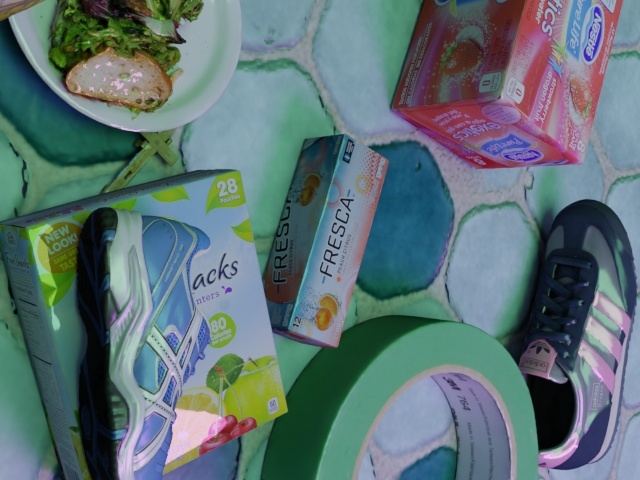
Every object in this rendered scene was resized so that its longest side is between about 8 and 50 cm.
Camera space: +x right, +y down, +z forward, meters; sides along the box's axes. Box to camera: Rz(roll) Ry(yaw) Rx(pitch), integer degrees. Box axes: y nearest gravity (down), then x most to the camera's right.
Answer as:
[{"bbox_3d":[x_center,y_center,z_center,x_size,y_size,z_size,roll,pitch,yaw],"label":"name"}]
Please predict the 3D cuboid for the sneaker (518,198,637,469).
[{"bbox_3d":[0.285,0.108,0.948,0.131,0.112,0.319,3,88,-43],"label":"sneaker"}]

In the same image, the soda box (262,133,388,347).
[{"bbox_3d":[0.000,0.000,0.739,0.063,0.058,0.183,26,74,-38],"label":"soda box"}]

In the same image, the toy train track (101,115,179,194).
[{"bbox_3d":[-0.143,-0.065,0.647,0.083,0.014,0.048,-53,129,-19],"label":"toy train track"}]

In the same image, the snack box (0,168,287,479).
[{"bbox_3d":[-0.127,0.064,0.623,0.174,0.070,0.207,-21,105,-37],"label":"snack box"}]

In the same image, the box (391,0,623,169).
[{"bbox_3d":[0.209,-0.239,0.854,0.154,0.142,0.300,26,75,-38],"label":"box"}]

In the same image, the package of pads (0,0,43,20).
[{"bbox_3d":[-0.213,-0.213,0.397,0.101,0.296,0.229,-26,108,-39],"label":"package of pads"}]

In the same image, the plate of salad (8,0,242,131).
[{"bbox_3d":[-0.136,-0.182,0.619,0.200,0.048,0.200,4,84,-39],"label":"plate of salad"}]

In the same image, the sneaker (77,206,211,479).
[{"bbox_3d":[-0.111,0.085,0.540,0.081,0.080,0.211,0,96,-33],"label":"sneaker"}]

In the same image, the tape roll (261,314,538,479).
[{"bbox_3d":[0.091,0.235,0.811,0.321,0.077,0.321,-1,92,-39],"label":"tape roll"}]
